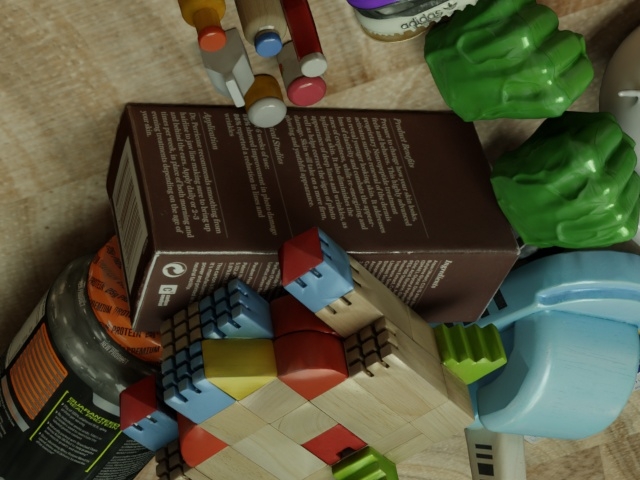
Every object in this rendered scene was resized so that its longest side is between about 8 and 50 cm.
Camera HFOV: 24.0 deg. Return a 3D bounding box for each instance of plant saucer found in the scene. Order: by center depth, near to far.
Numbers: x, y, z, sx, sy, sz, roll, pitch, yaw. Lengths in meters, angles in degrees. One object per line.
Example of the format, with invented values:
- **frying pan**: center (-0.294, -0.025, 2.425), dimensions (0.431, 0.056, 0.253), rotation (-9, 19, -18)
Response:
- **plant saucer**: center (0.075, -0.223, 1.439), dimensions (0.083, 0.015, 0.083), rotation (-11, 144, -8)

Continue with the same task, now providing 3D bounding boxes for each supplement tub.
- **supplement tub**: center (-0.240, 0.148, 1.659), dimensions (0.207, 0.207, 0.338), rotation (11, 137, -33)

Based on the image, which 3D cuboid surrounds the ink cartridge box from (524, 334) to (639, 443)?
- **ink cartridge box**: center (0.348, 0.184, 2.036), dimensions (0.207, 0.097, 0.046), rotation (-30, 142, 21)

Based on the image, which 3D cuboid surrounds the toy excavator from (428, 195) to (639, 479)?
- **toy excavator**: center (0.208, 0.189, 1.698), dimensions (0.222, 0.445, 0.433), rotation (13, 152, -35)

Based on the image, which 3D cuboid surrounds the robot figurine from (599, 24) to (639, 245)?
- **robot figurine**: center (0.414, -0.112, 1.562), dimensions (0.300, 0.200, 0.353), rotation (-58, 139, -7)

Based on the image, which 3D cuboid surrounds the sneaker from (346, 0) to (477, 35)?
- **sneaker**: center (0.132, -0.289, 1.296), dimensions (0.293, 0.102, 0.146), rotation (-27, 143, 16)

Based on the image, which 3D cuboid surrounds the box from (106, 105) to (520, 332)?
- **box**: center (-0.012, -0.024, 1.531), dimensions (0.381, 0.191, 0.143), rotation (-1, 143, -19)

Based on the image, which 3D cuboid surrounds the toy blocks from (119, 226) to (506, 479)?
- **toy blocks**: center (-0.046, 0.146, 1.462), dimensions (0.381, 0.190, 0.261), rotation (-32, 131, 21)

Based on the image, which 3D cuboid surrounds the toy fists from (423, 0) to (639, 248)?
- **toy fists**: center (0.217, -0.115, 1.447), dimensions (0.096, 0.279, 0.142), rotation (-36, -164, -29)

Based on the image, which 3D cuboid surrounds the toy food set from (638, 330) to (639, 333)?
- **toy food set**: center (0.446, 0.055, 1.935), dimensions (0.218, 0.071, 0.128), rotation (-15, 121, -4)

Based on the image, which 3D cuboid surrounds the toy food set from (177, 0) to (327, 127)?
- **toy food set**: center (-0.053, -0.167, 1.387), dimensions (0.111, 0.104, 0.232), rotation (-18, 145, 3)
